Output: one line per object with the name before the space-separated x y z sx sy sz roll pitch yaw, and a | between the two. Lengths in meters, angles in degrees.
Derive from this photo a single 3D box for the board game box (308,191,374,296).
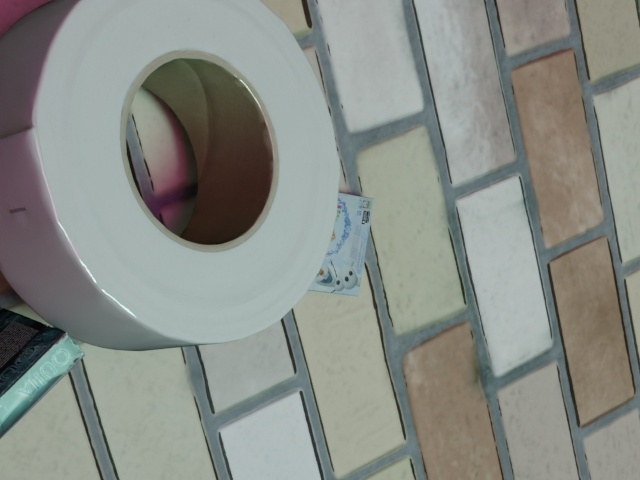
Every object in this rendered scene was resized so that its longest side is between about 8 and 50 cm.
board game box | 0.000 0.000 1.166 0.090 0.020 0.090 9 91 -35

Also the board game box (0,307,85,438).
board game box | -0.264 0.128 0.939 0.186 0.126 0.026 -46 118 -21

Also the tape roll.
tape roll | -0.118 -0.059 0.988 0.286 0.100 0.286 8 78 -44
